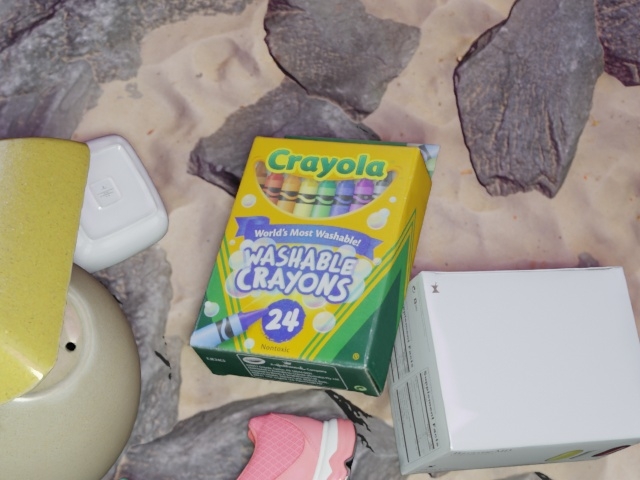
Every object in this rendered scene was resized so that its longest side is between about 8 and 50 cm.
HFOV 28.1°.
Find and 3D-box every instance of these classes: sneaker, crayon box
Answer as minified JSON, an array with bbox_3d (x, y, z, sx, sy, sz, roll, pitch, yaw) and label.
[{"bbox_3d":[-0.059,0.324,1.339,0.136,0.116,0.314,15,62,5],"label":"sneaker"},{"bbox_3d":[0.000,0.000,1.434,0.203,0.083,0.323,5,62,20],"label":"crayon box"}]

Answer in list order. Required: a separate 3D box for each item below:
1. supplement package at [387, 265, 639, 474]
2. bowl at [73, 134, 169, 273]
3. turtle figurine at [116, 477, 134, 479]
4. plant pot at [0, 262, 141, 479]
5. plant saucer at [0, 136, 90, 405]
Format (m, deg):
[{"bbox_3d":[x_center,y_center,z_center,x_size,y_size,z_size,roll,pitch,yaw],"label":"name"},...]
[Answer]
[{"bbox_3d":[0.222,0.149,1.469,0.262,0.145,0.204,-1,69,-19],"label":"supplement package"},{"bbox_3d":[-0.246,-0.046,1.426,0.142,0.053,0.142,-27,86,-27],"label":"bowl"},{"bbox_3d":[-0.162,0.308,1.252,0.234,0.175,0.118,43,53,20],"label":"turtle figurine"},{"bbox_3d":[-0.304,0.121,1.270,0.284,0.191,0.284,7,68,-17],"label":"plant pot"},{"bbox_3d":[-0.377,0.049,1.152,0.081,0.333,0.333,52,20,-34],"label":"plant saucer"}]
